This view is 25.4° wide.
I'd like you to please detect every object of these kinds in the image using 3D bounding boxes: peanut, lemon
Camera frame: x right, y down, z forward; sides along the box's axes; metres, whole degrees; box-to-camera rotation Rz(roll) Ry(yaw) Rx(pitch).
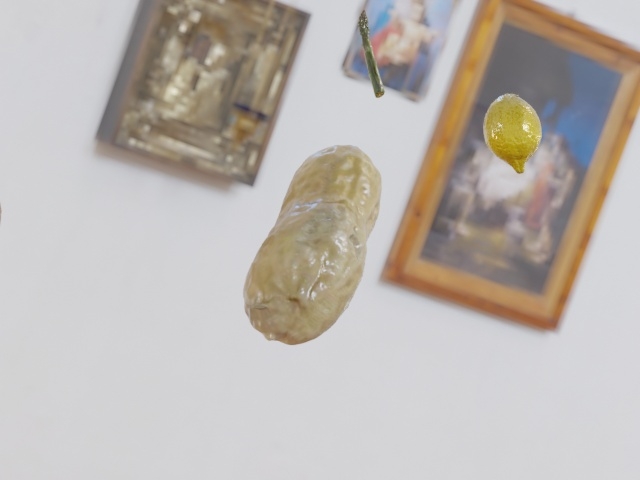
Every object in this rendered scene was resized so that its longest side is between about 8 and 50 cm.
[{"bbox_3d":[0.000,0.000,1.210,0.099,0.099,0.214,20,43,3],"label":"peanut"},{"bbox_3d":[0.212,-0.119,1.568,0.065,0.092,0.065,-7,-9,-1],"label":"lemon"}]

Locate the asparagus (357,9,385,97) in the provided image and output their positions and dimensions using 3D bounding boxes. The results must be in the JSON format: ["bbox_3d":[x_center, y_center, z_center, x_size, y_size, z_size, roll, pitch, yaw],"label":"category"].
[{"bbox_3d":[0.055,-0.208,1.584,0.015,0.114,0.014,-24,-29,20],"label":"asparagus"}]
